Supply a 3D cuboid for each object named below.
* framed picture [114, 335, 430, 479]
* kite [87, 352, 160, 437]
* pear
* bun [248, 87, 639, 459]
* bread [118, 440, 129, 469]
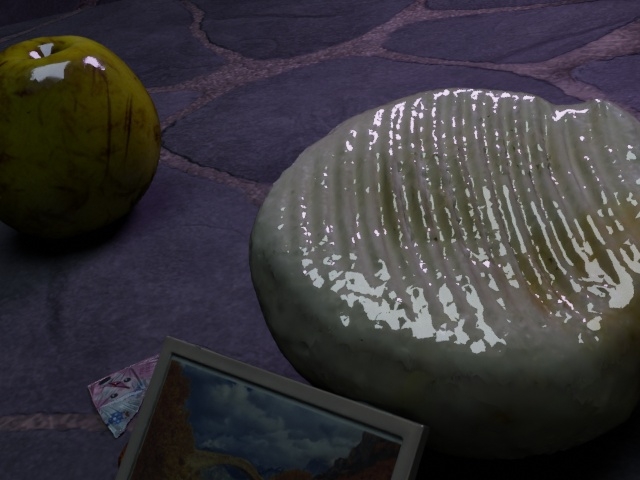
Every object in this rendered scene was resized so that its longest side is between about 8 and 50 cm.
[{"bbox_3d":[-0.054,0.184,0.593,0.250,0.016,0.184,14,81,36],"label":"framed picture"},{"bbox_3d":[-0.169,0.149,0.826,0.152,0.005,0.137,0,33,19],"label":"kite"},{"bbox_3d":[-0.359,-0.144,1.141,0.283,0.284,0.283,-9,30,5],"label":"pear"},{"bbox_3d":[0.123,0.030,0.707,0.365,0.219,0.365,-4,46,4],"label":"bun"},{"bbox_3d":[-0.130,0.185,0.697,0.085,0.053,0.085,-9,30,5],"label":"bread"}]
